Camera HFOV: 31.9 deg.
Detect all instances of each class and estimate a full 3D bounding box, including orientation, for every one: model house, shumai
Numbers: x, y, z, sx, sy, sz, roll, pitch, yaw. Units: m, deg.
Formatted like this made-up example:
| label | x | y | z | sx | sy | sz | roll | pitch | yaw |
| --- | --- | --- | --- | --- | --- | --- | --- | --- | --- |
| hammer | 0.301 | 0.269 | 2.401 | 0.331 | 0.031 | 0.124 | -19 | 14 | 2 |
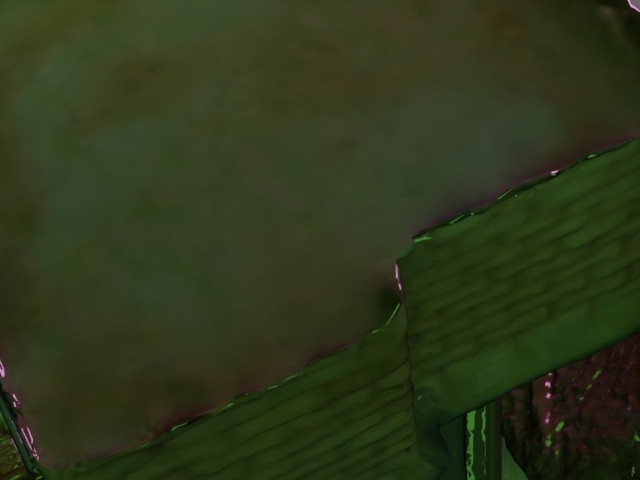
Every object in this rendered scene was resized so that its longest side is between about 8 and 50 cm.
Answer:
| label | x | y | z | sx | sy | sz | roll | pitch | yaw |
| --- | --- | --- | --- | --- | --- | --- | --- | --- | --- |
| model house | 0.000 | 0.000 | 0.834 | 0.445 | 0.395 | 0.400 | -26 | 144 | -6 |
| shumai | 0.360 | 0.148 | 1.200 | 0.283 | 0.217 | 0.346 | 39 | 71 | -42 |

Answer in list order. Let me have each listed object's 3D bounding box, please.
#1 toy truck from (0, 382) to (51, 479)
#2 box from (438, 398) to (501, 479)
| label | x | y | z | sx | sy | sz | roll | pitch | yaw |
| --- | --- | --- | --- | --- | --- | --- | --- | --- | --- |
| toy truck | -0.338 | 0.224 | 1.054 | 0.162 | 0.136 | 0.305 | -27 | 68 | -11 |
| box | 0.084 | 0.151 | 1.113 | 0.178 | 0.253 | 0.328 | -2 | 98 | 1 |
